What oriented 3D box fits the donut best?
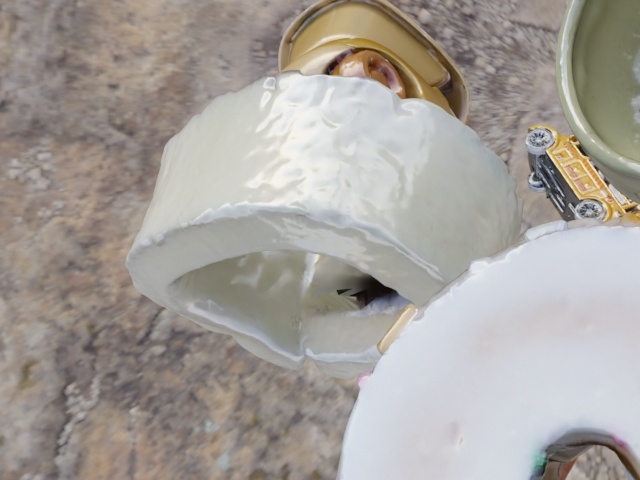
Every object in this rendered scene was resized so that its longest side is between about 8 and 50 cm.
[{"bbox_3d":[0.182,0.170,0.789,0.383,0.142,0.382,-11,70,33],"label":"donut"}]

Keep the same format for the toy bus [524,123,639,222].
[{"bbox_3d":[0.261,-0.051,1.316,0.074,0.069,0.162,-20,50,-6],"label":"toy bus"}]

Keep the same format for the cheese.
[{"bbox_3d":[0.001,0.004,1.183,0.332,0.292,0.153,-8,54,41],"label":"cheese"}]

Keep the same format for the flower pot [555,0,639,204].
[{"bbox_3d":[0.370,-0.140,1.062,0.307,0.244,0.307,-24,55,40],"label":"flower pot"}]

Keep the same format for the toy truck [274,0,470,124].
[{"bbox_3d":[0.051,-0.116,1.480,0.204,0.211,0.288,-33,105,32],"label":"toy truck"}]
